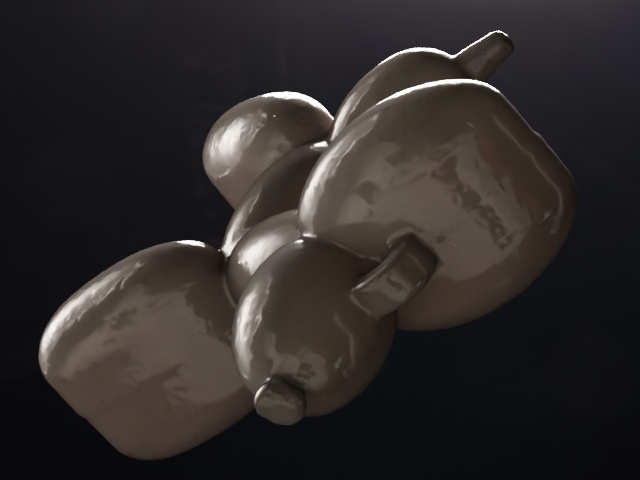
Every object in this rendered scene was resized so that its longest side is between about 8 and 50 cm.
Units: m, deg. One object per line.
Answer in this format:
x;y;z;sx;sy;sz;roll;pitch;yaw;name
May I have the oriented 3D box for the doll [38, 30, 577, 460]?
0.000;0.000;0.441;0.160;0.161;0.059;-26;-69;45;doll
